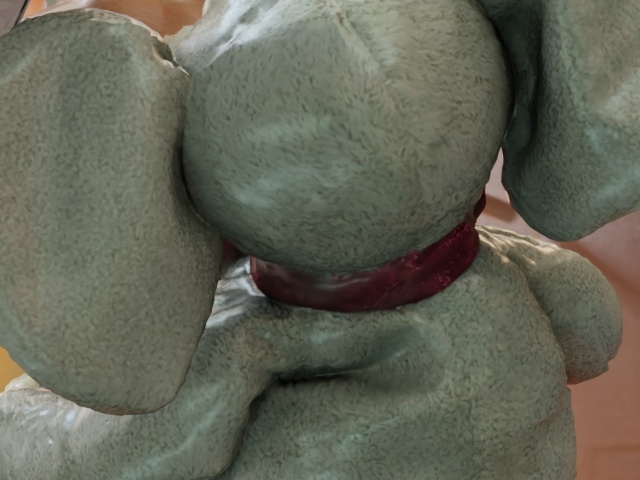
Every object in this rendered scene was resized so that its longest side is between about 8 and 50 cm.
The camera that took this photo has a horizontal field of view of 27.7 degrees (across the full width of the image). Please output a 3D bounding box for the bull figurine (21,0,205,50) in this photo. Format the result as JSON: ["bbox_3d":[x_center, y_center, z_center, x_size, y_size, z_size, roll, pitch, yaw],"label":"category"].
[{"bbox_3d":[-0.177,-0.126,0.897,0.310,0.101,0.188,-34,53,-13],"label":"bull figurine"}]

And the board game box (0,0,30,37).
[{"bbox_3d":[-0.162,-0.145,0.278,0.066,0.318,0.318,52,131,16],"label":"board game box"}]

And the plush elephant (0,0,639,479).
[{"bbox_3d":[0.000,0.000,0.496,0.330,0.271,0.255,-150,50,-68],"label":"plush elephant"}]
